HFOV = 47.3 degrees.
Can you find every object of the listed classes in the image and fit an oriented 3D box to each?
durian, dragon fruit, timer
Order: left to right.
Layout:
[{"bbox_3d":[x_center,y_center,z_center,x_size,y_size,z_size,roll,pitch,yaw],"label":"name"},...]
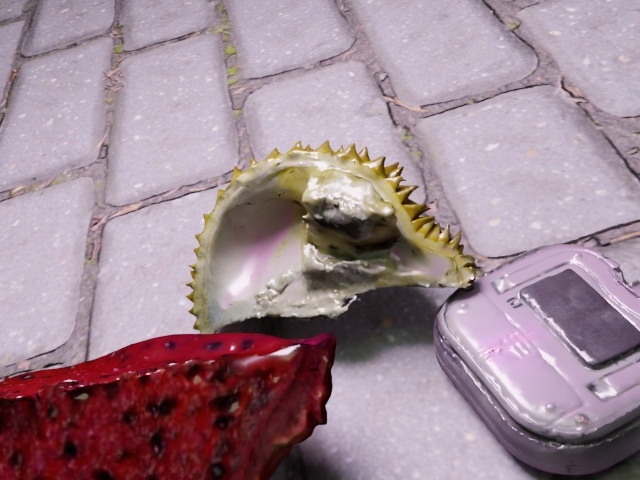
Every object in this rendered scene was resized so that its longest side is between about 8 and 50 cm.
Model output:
[{"bbox_3d":[-0.133,0.159,0.558,0.330,0.240,0.302,-24,59,4],"label":"dragon fruit"},{"bbox_3d":[0.000,0.000,0.727,0.307,0.172,0.166,-5,46,23],"label":"durian"},{"bbox_3d":[0.210,0.091,0.635,0.191,0.069,0.208,-25,39,-12],"label":"timer"}]
